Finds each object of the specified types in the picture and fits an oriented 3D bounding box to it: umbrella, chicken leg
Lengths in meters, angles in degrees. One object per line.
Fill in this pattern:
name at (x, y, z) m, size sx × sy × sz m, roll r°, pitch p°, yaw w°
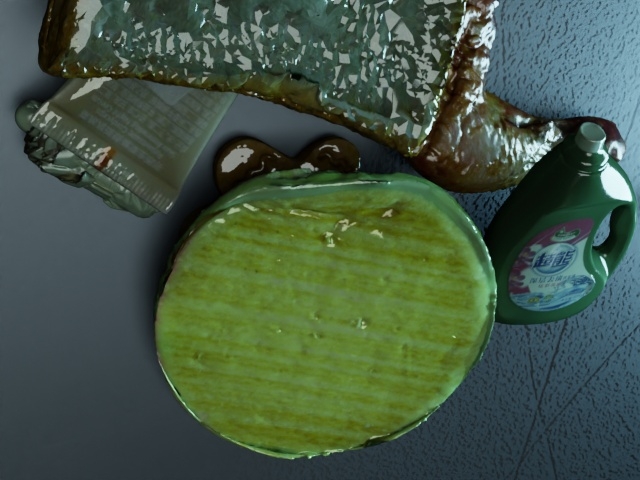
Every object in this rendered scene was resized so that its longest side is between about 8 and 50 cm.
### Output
umbrella at (-0.184, -0.067, 1.135) m, size 0.143 × 0.062 × 0.067 m, roll 36°, pitch 114°, yaw -27°
chicken leg at (0.122, -0.133, 1.193) m, size 0.177 × 0.083 × 0.322 m, roll -47°, pitch 111°, yaw -12°

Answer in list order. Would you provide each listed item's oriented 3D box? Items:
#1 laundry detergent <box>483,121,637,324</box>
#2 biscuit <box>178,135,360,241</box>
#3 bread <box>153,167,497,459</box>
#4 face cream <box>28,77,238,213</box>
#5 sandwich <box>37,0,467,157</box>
laundry detergent at (0.213, -0.017, 1.208) m, size 0.137 × 0.063 × 0.211 m, roll -3°, pitch 136°, yaw -17°
biscuit at (0.000, 0.000, 1.220) m, size 0.236 × 0.039 × 0.180 m, roll 21°, pitch 99°, yaw -22°
bread at (0.005, 0.065, 1.199) m, size 0.301 × 0.045 × 0.301 m, roll -4°, pitch 120°, yaw -7°
face cream at (-0.074, -0.192, 1.104) m, size 0.137 × 0.084 × 0.341 m, roll 35°, pitch 92°, yaw -28°
sandwich at (-0.027, -0.218, 1.013) m, size 0.301 × 0.099 × 0.271 m, roll 10°, pitch 103°, yaw -21°
